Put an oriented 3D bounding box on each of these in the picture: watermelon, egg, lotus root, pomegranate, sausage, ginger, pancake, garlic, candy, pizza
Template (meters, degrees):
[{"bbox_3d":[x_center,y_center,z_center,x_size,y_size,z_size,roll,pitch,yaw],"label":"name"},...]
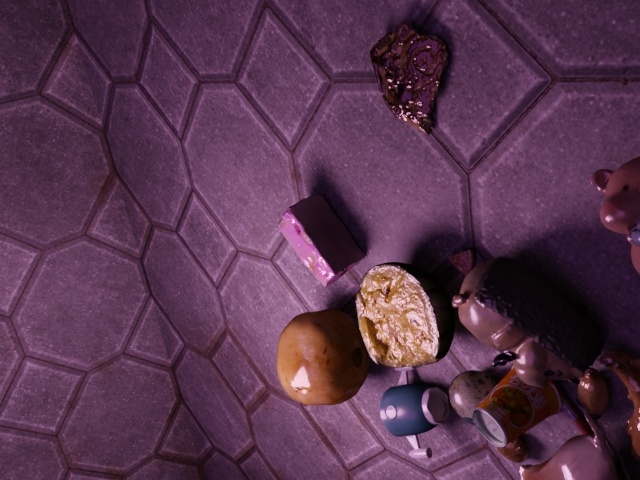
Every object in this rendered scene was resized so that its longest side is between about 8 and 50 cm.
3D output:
[{"bbox_3d":[0.258,0.206,1.790,0.331,0.189,0.330,10,104,48],"label":"watermelon"},{"bbox_3d":[0.444,0.447,1.756,0.182,0.141,0.141,43,139,13],"label":"egg"},{"bbox_3d":[0.659,0.364,1.522,0.073,0.062,0.150,-141,34,-65],"label":"lotus root"},{"bbox_3d":[0.002,0.387,2.092,0.333,0.333,0.332,27,130,37],"label":"pomegranate"},{"bbox_3d":[0.626,0.417,1.618,0.223,0.029,0.029,53,142,11],"label":"sausage"},{"bbox_3d":[0.728,0.379,1.433,0.131,0.086,0.294,-30,86,42],"label":"ginger"},{"bbox_3d":[0.212,-0.411,1.571,0.212,0.056,0.257,27,123,27],"label":"pancake"},{"bbox_3d":[0.523,0.563,1.794,0.165,0.067,0.096,50,162,15],"label":"ginger"},{"bbox_3d":[0.676,0.598,1.563,0.246,0.232,0.340,-99,23,-53],"label":"garlic"},{"bbox_3d":[0.000,0.000,1.980,0.265,0.155,0.116,55,139,9],"label":"candy"},{"bbox_3d":[0.378,0.050,1.683,0.078,0.025,0.083,24,122,33],"label":"pizza"}]

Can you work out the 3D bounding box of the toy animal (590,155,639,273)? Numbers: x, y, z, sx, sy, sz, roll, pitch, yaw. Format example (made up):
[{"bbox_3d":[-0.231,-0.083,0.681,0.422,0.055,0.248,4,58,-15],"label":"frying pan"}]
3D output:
[{"bbox_3d":[0.658,-0.041,1.188,0.210,0.229,0.221,-23,134,34],"label":"toy animal"}]

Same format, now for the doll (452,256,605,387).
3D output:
[{"bbox_3d":[0.485,0.200,1.495,0.350,0.247,0.247,32,135,14],"label":"doll"}]

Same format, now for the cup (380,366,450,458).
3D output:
[{"bbox_3d":[0.301,0.521,1.953,0.173,0.167,0.299,-23,68,44],"label":"cup"}]

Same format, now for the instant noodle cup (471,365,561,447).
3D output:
[{"bbox_3d":[0.496,0.430,1.621,0.168,0.185,0.168,45,153,30],"label":"instant noodle cup"}]
